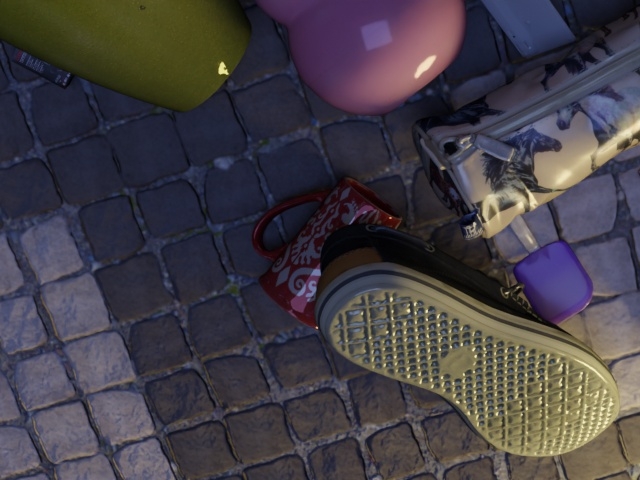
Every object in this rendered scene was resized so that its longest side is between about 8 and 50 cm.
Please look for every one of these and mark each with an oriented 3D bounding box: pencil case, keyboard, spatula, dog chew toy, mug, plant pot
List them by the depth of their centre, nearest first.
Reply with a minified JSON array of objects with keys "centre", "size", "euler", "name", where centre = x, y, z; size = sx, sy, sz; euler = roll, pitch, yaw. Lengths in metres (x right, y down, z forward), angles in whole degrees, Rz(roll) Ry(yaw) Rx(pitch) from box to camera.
[{"centre":[-0.226,-0.285,1.404],"size":[0.293,0.275,0.275],"euler":[38,106,-27],"name":"plant pot"},{"centre":[0.012,-0.304,1.411],"size":[0.206,0.206,0.332],"euler":[-38,96,13],"name":"dog chew toy"},{"centre":[0.308,-0.159,1.442],"size":[0.410,0.183,0.160],"euler":[-30,83,5],"name":"pencil case"},{"centre":[0.199,-0.311,1.447],"size":[0.072,0.014,0.256],"euler":[-20,125,37],"name":"keyboard"},{"centre":[0.002,0.004,1.557],"size":[0.150,0.113,0.169],"euler":[34,103,-12],"name":"mug"},{"centre":[0.244,-0.028,1.580],"size":[0.084,0.030,0.296],"euler":[-31,105,10],"name":"spatula"}]

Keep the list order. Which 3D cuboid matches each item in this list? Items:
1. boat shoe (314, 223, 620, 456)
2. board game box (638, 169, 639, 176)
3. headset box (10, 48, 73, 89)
[{"centre":[0.188,0.122,1.541],"size":[0.500,0.156,0.187],"euler":[29,118,-32],"name":"boat shoe"},{"centre":[0.454,-0.062,1.569],"size":[0.090,0.020,0.090],"euler":[-22,106,8],"name":"board game box"},{"centre":[-0.330,-0.232,1.523],"size":[0.083,0.032,0.062],"euler":[28,107,-10],"name":"headset box"}]
